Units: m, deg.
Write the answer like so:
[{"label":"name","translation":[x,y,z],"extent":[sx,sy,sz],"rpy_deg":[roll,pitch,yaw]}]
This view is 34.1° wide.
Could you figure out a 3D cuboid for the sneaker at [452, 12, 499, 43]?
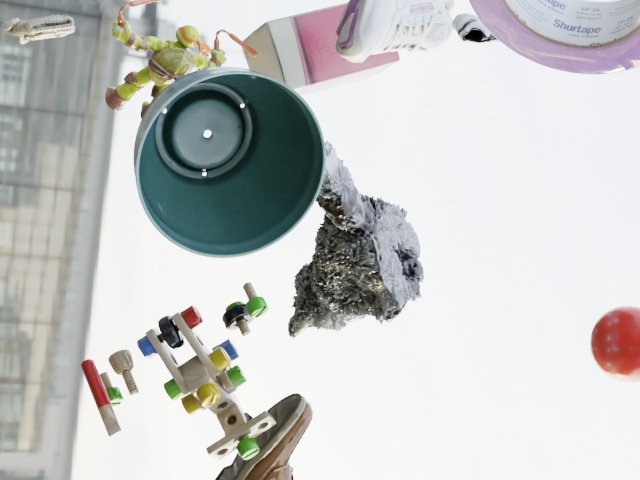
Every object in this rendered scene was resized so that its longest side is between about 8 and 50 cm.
[{"label":"sneaker","translation":[0.242,-0.293,1.483],"extent":[0.044,0.109,0.040],"rpy_deg":[-99,-167,-46]}]

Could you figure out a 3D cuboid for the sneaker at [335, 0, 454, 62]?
[{"label":"sneaker","translation":[0.121,-0.332,1.531],"extent":[0.114,0.152,0.305],"rpy_deg":[-57,180,38]}]

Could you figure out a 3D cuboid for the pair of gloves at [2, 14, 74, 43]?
[{"label":"pair of gloves","translation":[-0.519,-0.338,1.681],"extent":[0.204,0.240,0.042],"rpy_deg":[-152,-128,-76]}]

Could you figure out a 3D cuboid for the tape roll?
[{"label":"tape roll","translation":[0.309,-0.326,1.227],"extent":[0.090,0.274,0.275],"rpy_deg":[-62,-172,-32]}]

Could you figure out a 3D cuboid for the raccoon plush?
[{"label":"raccoon plush","translation":[0.000,0.000,2.027],"extent":[0.299,0.446,0.216],"rpy_deg":[-14,-152,31]}]

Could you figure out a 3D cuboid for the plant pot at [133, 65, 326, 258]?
[{"label":"plant pot","translation":[-0.160,-0.144,1.633],"extent":[0.196,0.293,0.293],"rpy_deg":[-130,-131,-60]}]

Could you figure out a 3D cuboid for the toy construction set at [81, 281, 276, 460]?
[{"label":"toy construction set","translation":[-0.217,0.266,1.758],"extent":[0.237,0.308,0.257],"rpy_deg":[62,-23,26]}]

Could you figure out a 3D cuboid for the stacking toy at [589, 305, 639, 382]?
[{"label":"stacking toy","translation":[0.473,0.116,1.174],"extent":[0.141,0.330,0.141],"rpy_deg":[1,90,-72]}]

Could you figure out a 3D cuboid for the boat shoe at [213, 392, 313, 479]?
[{"label":"boat shoe","translation":[-0.099,0.416,1.925],"extent":[0.307,0.104,0.111],"rpy_deg":[-51,-164,14]}]

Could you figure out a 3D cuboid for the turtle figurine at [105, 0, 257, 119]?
[{"label":"turtle figurine","translation":[-0.250,-0.287,1.756],"extent":[0.217,0.269,0.087],"rpy_deg":[-45,-128,33]}]

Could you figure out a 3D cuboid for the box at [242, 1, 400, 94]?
[{"label":"box","translation":[-0.001,-0.338,1.866],"extent":[0.148,0.232,0.127],"rpy_deg":[-12,-83,68]}]
